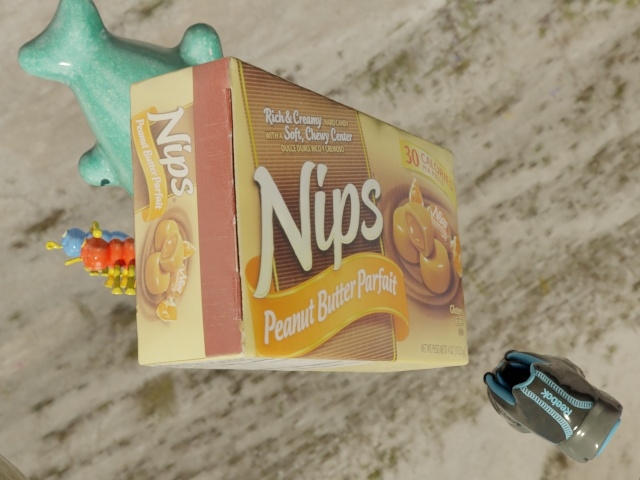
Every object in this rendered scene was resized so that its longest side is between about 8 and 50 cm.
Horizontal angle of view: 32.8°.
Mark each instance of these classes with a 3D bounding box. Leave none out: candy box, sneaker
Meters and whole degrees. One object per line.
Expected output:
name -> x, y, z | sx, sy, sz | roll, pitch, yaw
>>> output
candy box -> 0.000, 0.000, 0.783 | 0.087, 0.183, 0.316 | -10, 168, 31
sneaker -> 0.289, 0.193, 1.485 | 0.125, 0.139, 0.341 | -54, -173, -6

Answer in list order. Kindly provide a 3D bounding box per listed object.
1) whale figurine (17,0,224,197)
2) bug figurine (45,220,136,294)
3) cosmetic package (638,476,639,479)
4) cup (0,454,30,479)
whale figurine -> -0.181, -0.137, 1.137 | 0.216, 0.272, 0.141 | -46, -156, 10
bug figurine -> -0.195, 0.013, 1.249 | 0.216, 0.072, 0.279 | 3, -177, -20
cosmetic package -> 0.346, 0.325, 0.940 | 0.225, 0.224, 0.138 | -57, 161, -16
cup -> -0.418, 0.368, 1.215 | 0.236, 0.331, 0.331 | 24, 136, -26
